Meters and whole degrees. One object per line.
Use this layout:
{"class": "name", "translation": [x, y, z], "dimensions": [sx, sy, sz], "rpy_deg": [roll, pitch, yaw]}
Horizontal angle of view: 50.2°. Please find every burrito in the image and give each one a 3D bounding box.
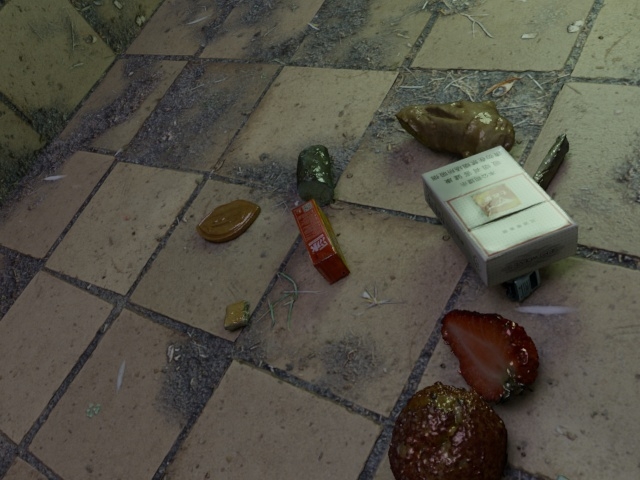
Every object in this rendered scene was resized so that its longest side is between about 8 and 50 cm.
{"class": "burrito", "translation": [0.550, -0.184, 1.629], "dimensions": [0.042, 0.051, 0.171], "rpy_deg": [26, 72, 34]}

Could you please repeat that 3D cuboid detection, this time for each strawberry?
{"class": "strawberry", "translation": [0.364, 0.224, 1.402], "dimensions": [0.175, 0.107, 0.236], "rpy_deg": [-51, 43, 37]}

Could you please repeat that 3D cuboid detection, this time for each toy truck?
{"class": "toy truck", "translation": [0.420, 0.043, 1.518], "dimensions": [0.115, 0.080, 0.177], "rpy_deg": [-31, 44, -6]}

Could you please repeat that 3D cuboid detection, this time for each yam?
{"class": "yam", "translation": [-0.018, -0.191, 1.951], "dimensions": [0.107, 0.107, 0.183], "rpy_deg": [-19, 47, 18]}

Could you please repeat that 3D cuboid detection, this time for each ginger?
{"class": "ginger", "translation": [0.345, -0.296, 1.788], "dimensions": [0.354, 0.126, 0.189], "rpy_deg": [13, 70, 36]}

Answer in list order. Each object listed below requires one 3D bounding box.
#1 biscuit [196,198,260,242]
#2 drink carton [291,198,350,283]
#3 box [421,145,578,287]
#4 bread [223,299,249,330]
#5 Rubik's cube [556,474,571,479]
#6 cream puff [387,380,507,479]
{"class": "biscuit", "translation": [-0.281, -0.058, 2.056], "dimensions": [0.221, 0.029, 0.141], "rpy_deg": [-14, 51, 22]}
{"class": "drink carton", "translation": [0.000, 0.000, 1.792], "dimensions": [0.071, 0.096, 0.222], "rpy_deg": [-30, 46, 8]}
{"class": "box", "translation": [0.388, -0.063, 1.516], "dimensions": [0.210, 0.095, 0.330], "rpy_deg": [-20, 43, -4]}
{"class": "bread", "translation": [-0.224, 0.199, 1.821], "dimensions": [0.070, 0.035, 0.083], "rpy_deg": [-22, 41, 15]}
{"class": "Rubik's cube", "translation": [0.414, 0.516, 1.062], "dimensions": [0.224, 0.213, 0.265], "rpy_deg": [-13, 53, 21]}
{"class": "cream puff", "translation": [0.236, 0.388, 1.304], "dimensions": [0.240, 0.164, 0.240], "rpy_deg": [-25, 46, 29]}
